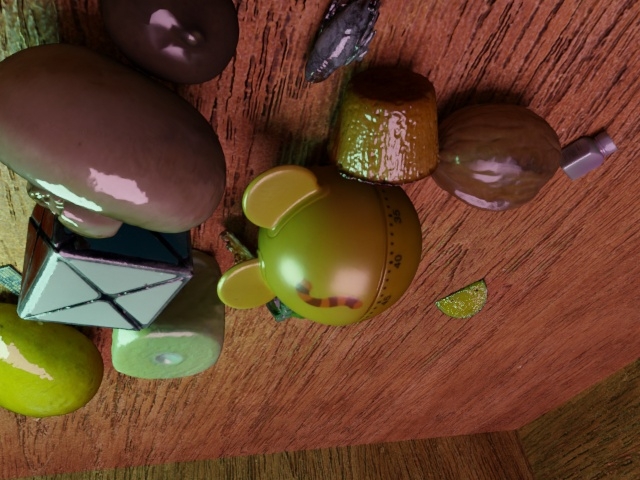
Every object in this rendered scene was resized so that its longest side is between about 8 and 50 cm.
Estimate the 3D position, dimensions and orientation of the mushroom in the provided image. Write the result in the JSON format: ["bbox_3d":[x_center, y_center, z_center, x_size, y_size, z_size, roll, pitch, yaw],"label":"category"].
[{"bbox_3d":[-0.327,-0.116,0.826,0.362,0.362,0.294,27,97,-42],"label":"mushroom"}]

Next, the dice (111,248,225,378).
[{"bbox_3d":[-0.369,0.176,1.333,0.252,0.249,0.254,2,143,-21],"label":"dice"}]

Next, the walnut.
[{"bbox_3d":[0.337,-0.168,1.096,0.261,0.224,0.224,0,144,-8],"label":"walnut"}]

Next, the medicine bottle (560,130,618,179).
[{"bbox_3d":[0.613,-0.198,1.267,0.118,0.054,0.074,-34,139,30],"label":"medicine bottle"}]

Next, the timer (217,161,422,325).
[{"bbox_3d":[0.000,0.000,1.116,0.387,0.375,0.376,0,144,-24],"label":"timer"}]

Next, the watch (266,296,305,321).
[{"bbox_3d":[-0.075,0.125,1.472,0.152,0.165,0.131,-19,153,-36],"label":"watch"}]

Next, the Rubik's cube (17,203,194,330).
[{"bbox_3d":[-0.414,0.003,1.075,0.260,0.259,0.255,13,140,-37],"label":"Rubik's cube"}]

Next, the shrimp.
[{"bbox_3d":[0.051,-0.341,0.881,0.090,0.079,0.233,41,122,-5],"label":"shrimp"}]

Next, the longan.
[{"bbox_3d":[-0.208,-0.306,0.766,0.189,0.189,0.189,-8,145,-6],"label":"longan"}]

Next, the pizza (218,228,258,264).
[{"bbox_3d":[-0.157,0.060,1.289,0.053,0.193,0.201,-44,135,2],"label":"pizza"}]

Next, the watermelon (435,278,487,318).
[{"bbox_3d":[0.474,0.206,1.786,0.182,0.075,0.092,-30,138,26],"label":"watermelon"}]

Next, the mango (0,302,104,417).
[{"bbox_3d":[-0.756,0.314,1.446,0.302,0.220,0.444,-9,142,0],"label":"mango"}]

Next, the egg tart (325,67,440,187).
[{"bbox_3d":[0.115,-0.206,0.995,0.216,0.215,0.170,-7,131,-8],"label":"egg tart"}]

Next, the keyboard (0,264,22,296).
[{"bbox_3d":[-0.731,0.113,1.342,0.056,0.014,0.176,-15,146,-1],"label":"keyboard"}]
